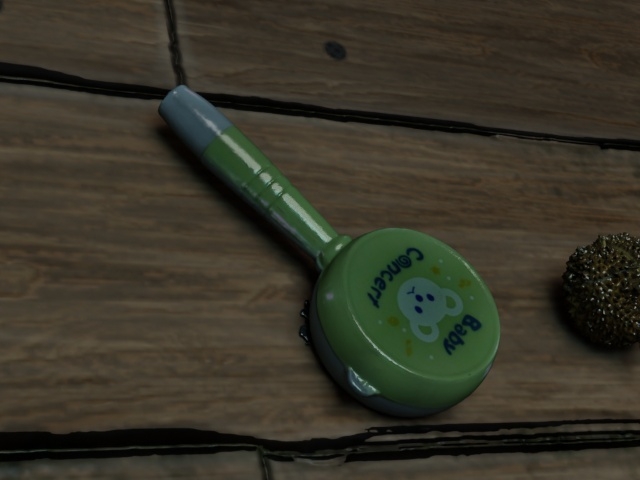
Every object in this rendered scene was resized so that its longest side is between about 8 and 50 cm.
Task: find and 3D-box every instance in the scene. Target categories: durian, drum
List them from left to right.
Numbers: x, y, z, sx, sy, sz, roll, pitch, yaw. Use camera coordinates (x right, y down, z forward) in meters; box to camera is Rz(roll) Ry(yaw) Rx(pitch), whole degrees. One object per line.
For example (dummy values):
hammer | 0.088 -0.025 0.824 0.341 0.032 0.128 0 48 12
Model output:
drum | -0.008 0.013 0.719 0.253 0.049 0.130 32 47 -4
durian | 0.202 0.038 0.805 0.080 0.080 0.091 -4 70 -32
